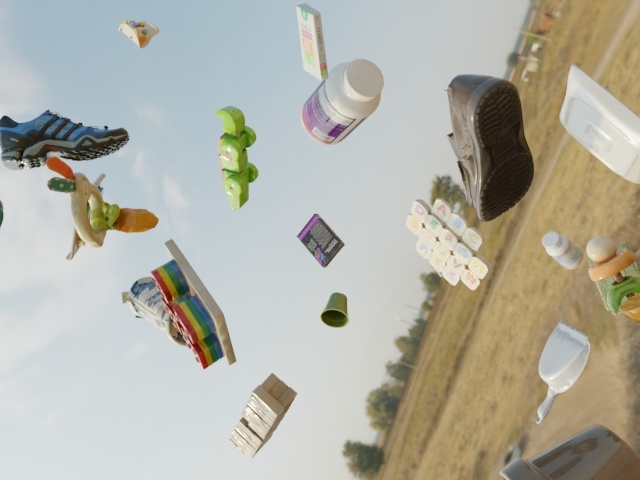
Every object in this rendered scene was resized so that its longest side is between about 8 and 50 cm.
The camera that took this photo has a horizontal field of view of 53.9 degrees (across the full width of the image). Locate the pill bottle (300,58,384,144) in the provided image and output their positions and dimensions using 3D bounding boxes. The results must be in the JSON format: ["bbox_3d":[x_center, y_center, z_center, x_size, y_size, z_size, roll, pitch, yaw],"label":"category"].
[{"bbox_3d":[0.070,-0.434,1.967,0.181,0.181,0.323,-65,14,-23],"label":"pill bottle"}]

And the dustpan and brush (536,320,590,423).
[{"bbox_3d":[0.495,0.286,1.321,0.211,0.060,0.147,-57,6,5],"label":"dustpan and brush"}]

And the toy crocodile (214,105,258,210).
[{"bbox_3d":[-0.260,-0.240,1.898,0.115,0.105,0.340,-55,-24,-43],"label":"toy crocodile"}]

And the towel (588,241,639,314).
[{"bbox_3d":[0.696,0.089,1.464,0.027,0.148,0.110,12,-36,-43],"label":"towel"}]

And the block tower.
[{"bbox_3d":[-0.159,0.481,1.711,0.097,0.091,0.335,-42,-14,-38],"label":"block tower"}]

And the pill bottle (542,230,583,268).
[{"bbox_3d":[0.875,0.033,2.279,0.087,0.160,0.087,-35,37,32],"label":"pill bottle"}]

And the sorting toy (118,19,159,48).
[{"bbox_3d":[-0.444,-0.525,1.561,0.075,0.083,0.045,-35,-22,-38],"label":"sorting toy"}]

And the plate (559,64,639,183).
[{"bbox_3d":[0.673,-0.258,1.492,0.045,0.277,0.278,-43,-20,3],"label":"plate"}]

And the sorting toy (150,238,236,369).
[{"bbox_3d":[-0.321,0.171,1.541,0.089,0.255,0.257,-30,-31,-19],"label":"sorting toy"}]

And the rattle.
[{"bbox_3d":[-0.421,-0.081,1.217,0.130,0.143,0.199,-72,-19,-46],"label":"rattle"}]

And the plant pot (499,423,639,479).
[{"bbox_3d":[0.538,0.504,1.277,0.229,0.263,0.263,-40,-15,-4],"label":"plant pot"}]

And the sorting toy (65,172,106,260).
[{"bbox_3d":[-0.654,-0.066,1.774,0.193,0.038,0.208,-91,22,-62],"label":"sorting toy"}]

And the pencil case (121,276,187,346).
[{"bbox_3d":[-0.517,0.232,2.117,0.184,0.410,0.159,-17,-73,-32],"label":"pencil case"}]

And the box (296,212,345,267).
[{"bbox_3d":[0.000,0.000,2.227,0.116,0.162,0.029,-51,-28,22],"label":"box"}]

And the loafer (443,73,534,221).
[{"bbox_3d":[0.323,-0.184,1.220,0.134,0.130,0.366,-29,-41,-8],"label":"loafer"}]

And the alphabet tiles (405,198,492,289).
[{"bbox_3d":[0.354,0.012,1.772,0.021,0.284,0.278,-35,-21,-24],"label":"alphabet tiles"}]

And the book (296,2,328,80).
[{"bbox_3d":[-0.015,-0.434,1.376,0.096,0.035,0.144,-126,22,-52],"label":"book"}]

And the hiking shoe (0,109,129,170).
[{"bbox_3d":[-0.622,-0.262,1.530,0.113,0.304,0.132,-20,84,61],"label":"hiking shoe"}]

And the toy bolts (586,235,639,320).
[{"bbox_3d":[0.670,0.039,1.288,0.228,0.158,0.218,-31,-2,19],"label":"toy bolts"}]

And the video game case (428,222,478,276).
[{"bbox_3d":[0.440,0.024,2.178,0.157,0.143,0.019,-36,-14,5],"label":"video game case"}]

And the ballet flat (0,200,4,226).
[{"bbox_3d":[-0.658,0.051,1.034,0.348,0.123,0.123,-57,-10,4],"label":"ballet flat"}]

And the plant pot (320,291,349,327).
[{"bbox_3d":[0.045,0.191,1.781,0.079,0.083,0.083,-78,-3,-45],"label":"plant pot"}]
